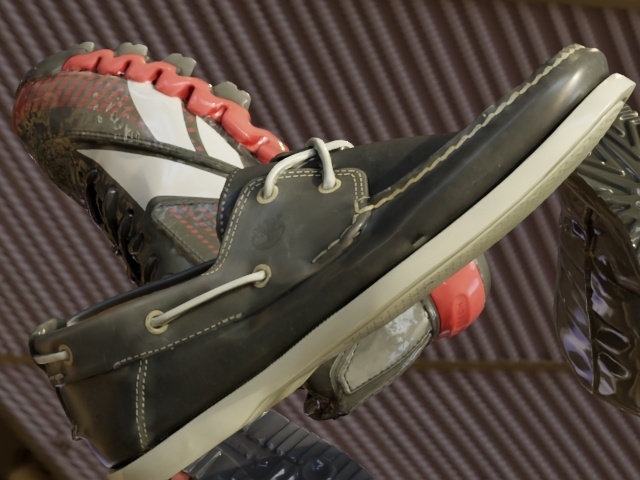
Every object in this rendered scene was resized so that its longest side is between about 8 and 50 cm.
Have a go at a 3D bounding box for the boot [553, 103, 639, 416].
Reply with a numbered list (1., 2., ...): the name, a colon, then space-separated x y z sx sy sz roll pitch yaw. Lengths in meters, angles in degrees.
1. boot: 0.180 0.043 0.781 0.076 0.189 0.208 -20 -38 -11

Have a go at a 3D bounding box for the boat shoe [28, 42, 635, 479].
1. boat shoe: 0.000 0.000 0.500 0.233 0.084 0.079 -35 -96 16

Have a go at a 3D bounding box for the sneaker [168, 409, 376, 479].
1. sneaker: -0.028 0.204 1.039 0.319 0.112 0.131 34 -28 46

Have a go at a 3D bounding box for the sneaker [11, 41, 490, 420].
1. sneaker: -0.061 -0.004 0.709 0.276 0.135 0.097 29 -29 22
